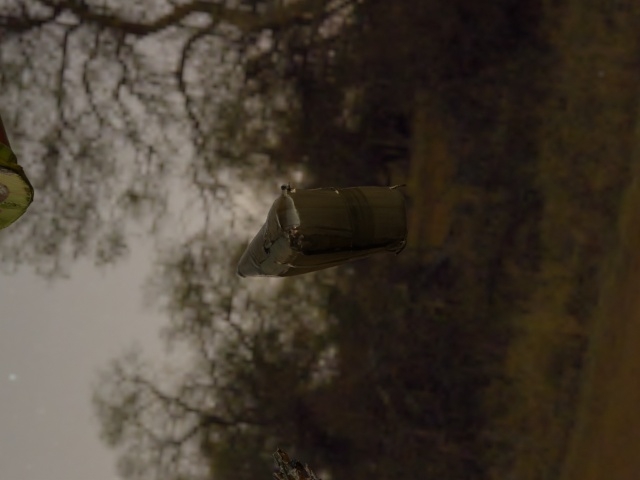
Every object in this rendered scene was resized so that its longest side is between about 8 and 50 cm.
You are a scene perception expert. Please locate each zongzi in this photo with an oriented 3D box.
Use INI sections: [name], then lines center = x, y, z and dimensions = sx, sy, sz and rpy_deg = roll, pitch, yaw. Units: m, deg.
[zongzi]
center = 0.000, 0.000, 1.760
dimensions = 0.197, 0.194, 0.099
rpy_deg = 132, 130, -56

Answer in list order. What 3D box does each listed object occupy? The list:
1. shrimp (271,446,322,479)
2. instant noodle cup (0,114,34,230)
[shrimp]
center = -0.029, 0.308, 1.409
dimensions = 0.178, 0.124, 0.034
rpy_deg = 56, -166, 15
[instant noodle cup]
center = -0.483, -0.129, 1.543
dimensions = 0.311, 0.311, 0.221
rpy_deg = 90, 168, -73
